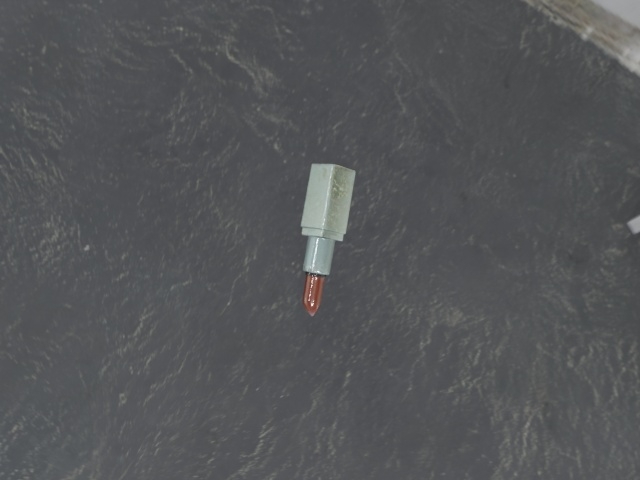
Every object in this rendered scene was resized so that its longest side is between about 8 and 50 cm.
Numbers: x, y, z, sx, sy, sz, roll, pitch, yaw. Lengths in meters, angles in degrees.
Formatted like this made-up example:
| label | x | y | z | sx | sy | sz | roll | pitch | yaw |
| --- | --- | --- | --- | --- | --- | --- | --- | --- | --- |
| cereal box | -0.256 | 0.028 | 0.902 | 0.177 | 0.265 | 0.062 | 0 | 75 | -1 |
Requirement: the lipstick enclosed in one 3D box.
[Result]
| label | x | y | z | sx | sy | sz | roll | pitch | yaw |
| --- | --- | --- | --- | --- | --- | --- | --- | --- | --- |
| lipstick | 0.001 | 0.000 | 0.584 | 0.030 | 0.030 | 0.129 | 12 | 86 | -46 |
